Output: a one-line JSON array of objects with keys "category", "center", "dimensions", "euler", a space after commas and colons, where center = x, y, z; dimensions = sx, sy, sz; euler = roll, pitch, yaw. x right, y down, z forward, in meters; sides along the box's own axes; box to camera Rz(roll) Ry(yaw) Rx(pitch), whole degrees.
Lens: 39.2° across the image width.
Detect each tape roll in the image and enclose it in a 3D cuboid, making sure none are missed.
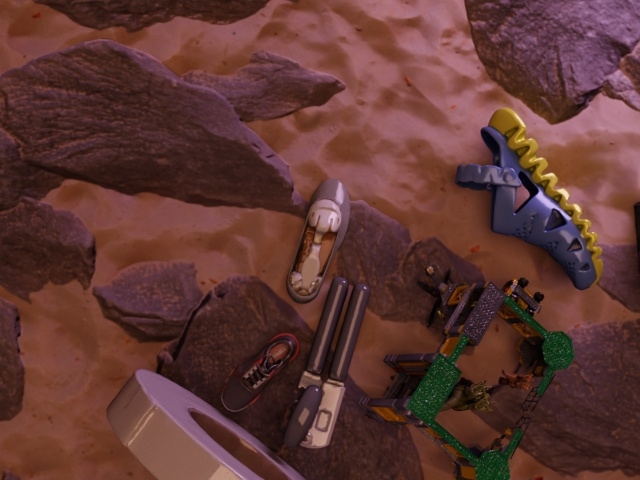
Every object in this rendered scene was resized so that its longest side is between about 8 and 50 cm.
[{"category": "tape roll", "center": [-0.124, 0.321, 1.252], "dimensions": [0.392, 0.392, 0.072], "euler": [37, 85, 2]}]

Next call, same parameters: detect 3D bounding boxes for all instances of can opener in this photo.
[{"category": "can opener", "center": [0.014, 0.196, 1.420], "dimensions": [0.074, 0.093, 0.280], "euler": [17, 80, 1]}]

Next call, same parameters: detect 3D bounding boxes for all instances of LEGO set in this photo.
[{"category": "LEGO set", "center": [0.215, 0.216, 1.399], "dimensions": [0.255, 0.192, 0.331], "euler": [33, 70, -17]}]

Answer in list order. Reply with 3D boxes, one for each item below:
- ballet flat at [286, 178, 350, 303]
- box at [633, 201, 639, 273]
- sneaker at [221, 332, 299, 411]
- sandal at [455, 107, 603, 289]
[{"category": "ballet flat", "center": [0.000, 0.000, 1.444], "dimensions": [0.072, 0.068, 0.213], "euler": [18, 84, 0]}, {"category": "box", "center": [0.659, 0.004, 1.423], "dimensions": [0.270, 0.143, 0.165], "euler": [-3, 85, -2]}, {"category": "sneaker", "center": [-0.099, 0.206, 1.424], "dimensions": [0.061, 0.065, 0.158], "euler": [42, 85, 2]}, {"category": "sandal", "center": [0.329, -0.050, 1.438], "dimensions": [0.138, 0.126, 0.317], "euler": [-33, 78, -1]}]
